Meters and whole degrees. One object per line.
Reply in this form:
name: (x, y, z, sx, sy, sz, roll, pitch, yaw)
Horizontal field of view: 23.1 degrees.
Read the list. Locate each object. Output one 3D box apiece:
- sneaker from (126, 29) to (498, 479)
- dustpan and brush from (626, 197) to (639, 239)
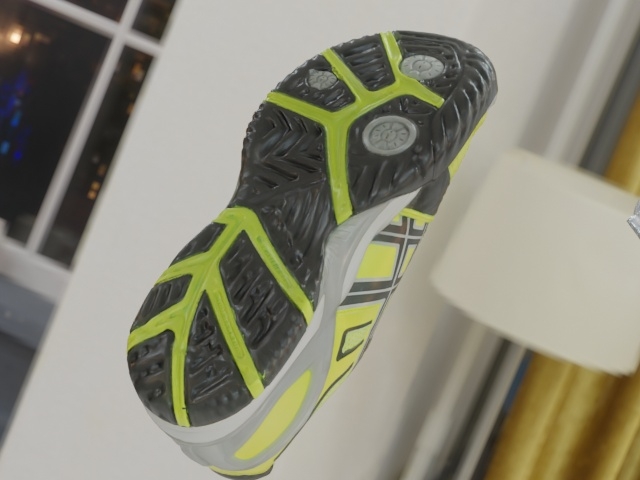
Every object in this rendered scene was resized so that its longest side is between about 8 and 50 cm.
sneaker: (0.000, 0.000, 1.128, 0.145, 0.384, 0.147, 25, -28, 27)
dustpan and brush: (0.334, -0.041, 1.114, 0.211, 0.060, 0.147, -16, 26, -1)
